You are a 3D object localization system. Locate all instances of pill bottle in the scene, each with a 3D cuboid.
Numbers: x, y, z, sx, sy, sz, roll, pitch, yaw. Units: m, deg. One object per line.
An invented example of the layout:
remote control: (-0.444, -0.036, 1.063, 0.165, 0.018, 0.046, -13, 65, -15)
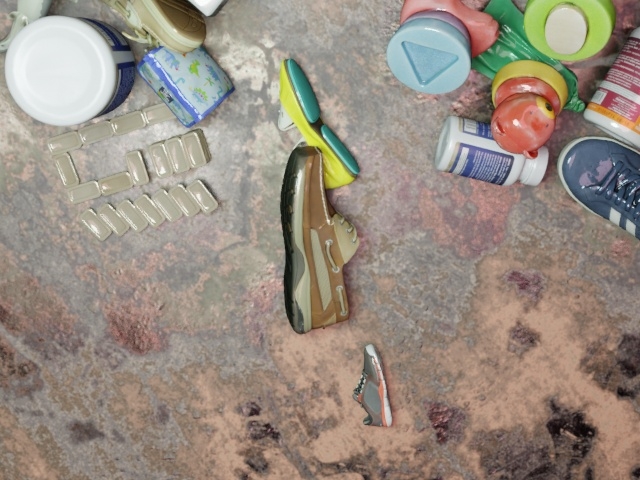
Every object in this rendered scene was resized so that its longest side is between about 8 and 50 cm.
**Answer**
pill bottle: (0.281, -0.142, 1.527, 0.169, 0.094, 0.094, 14, 102, -5)
pill bottle: (0.530, -0.267, 1.493, 0.121, 0.121, 0.221, 28, 101, -8)
pill bottle: (-0.360, -0.257, 1.393, 0.153, 0.265, 0.153, 0, 102, -1)

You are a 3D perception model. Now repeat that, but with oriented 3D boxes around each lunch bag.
lunch bag: (-0.213, -0.250, 1.455, 0.096, 0.151, 0.129, -37, 102, 14)

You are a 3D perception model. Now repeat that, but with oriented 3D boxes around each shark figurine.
shark figurine: (-0.442, -0.364, 1.407, 0.166, 0.116, 0.278, 32, 126, -5)

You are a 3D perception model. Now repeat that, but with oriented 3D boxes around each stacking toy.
stacking toy: (0.264, -0.276, 1.372, 0.309, 0.130, 0.279, 29, 144, -8)

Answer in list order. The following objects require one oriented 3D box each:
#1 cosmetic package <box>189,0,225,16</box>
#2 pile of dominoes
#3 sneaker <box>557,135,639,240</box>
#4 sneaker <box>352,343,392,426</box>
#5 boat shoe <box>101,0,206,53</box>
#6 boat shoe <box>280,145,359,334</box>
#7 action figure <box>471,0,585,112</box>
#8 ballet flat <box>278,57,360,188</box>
cosmetic package: (-0.123, -0.537, 1.393, 0.197, 0.155, 0.365, 41, 98, -11)
pile of dominoes: (-0.308, -0.114, 1.556, 0.251, 0.040, 0.196, -15, 103, 10)
sneaker: (0.552, -0.052, 1.528, 0.350, 0.148, 0.131, 31, 100, -8)
sneaker: (0.085, 0.260, 1.631, 0.065, 0.061, 0.158, -9, 102, 7)
boat shoe: (-0.260, -0.343, 1.397, 0.104, 0.285, 0.089, 19, 113, -42)
boat shoe: (0.000, 0.000, 1.540, 0.120, 0.122, 0.324, -5, 116, -10)
action figure: (0.338, -0.281, 1.513, 0.232, 0.063, 0.137, 37, 97, -5)
ballet flat: (-0.023, -0.183, 1.523, 0.077, 0.077, 0.231, -26, 105, 23)
